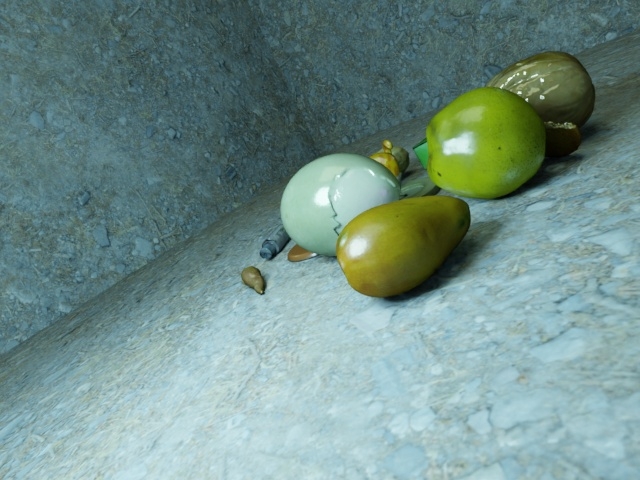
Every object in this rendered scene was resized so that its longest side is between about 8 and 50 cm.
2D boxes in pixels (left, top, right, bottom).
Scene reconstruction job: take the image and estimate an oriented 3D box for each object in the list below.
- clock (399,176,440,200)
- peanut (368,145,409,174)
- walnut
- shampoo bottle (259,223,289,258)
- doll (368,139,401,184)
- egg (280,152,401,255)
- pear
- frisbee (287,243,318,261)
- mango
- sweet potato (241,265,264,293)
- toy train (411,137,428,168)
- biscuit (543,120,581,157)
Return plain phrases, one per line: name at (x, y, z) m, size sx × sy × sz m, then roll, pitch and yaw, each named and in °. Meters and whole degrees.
clock at (0.283, -0.144, 1.525) m, size 0.235 × 0.029 × 0.235 m, roll -26°, pitch 16°, yaw 8°
peanut at (0.231, -0.276, 1.831) m, size 0.313 × 0.152 × 0.152 m, roll -30°, pitch 14°, yaw -28°
walnut at (0.619, -0.397, 1.358) m, size 0.313 × 0.277 × 0.252 m, roll -23°, pitch -17°, yaw 30°
shampoo bottle at (-0.165, 0.004, 1.699) m, size 0.072 × 0.072 × 0.214 m, roll -20°, pitch 16°, yaw 22°
doll at (0.169, -0.213, 1.661) m, size 0.269 × 0.162 × 0.167 m, roll -31°, pitch -24°, yaw -4°
egg at (0.060, -0.098, 1.251) m, size 0.336 × 0.278 × 0.278 m, roll -14°, pitch 19°, yaw 49°
pear at (0.413, -0.237, 1.160) m, size 0.294 × 0.294 × 0.294 m, roll -25°, pitch 15°, yaw 7°
frisbee at (0.000, 0.000, 1.529) m, size 0.251 × 0.021 × 0.251 m, roll -26°, pitch 14°, yaw 7°
mango at (0.171, -0.002, 0.953) m, size 0.317 × 0.173 × 0.211 m, roll -26°, pitch 13°, yaw -26°
sweet potato at (-0.206, 0.114, 1.402) m, size 0.068 × 0.068 × 0.226 m, roll -30°, pitch 16°, yaw -12°
toy train at (0.490, -0.383, 1.804) m, size 0.243 × 0.132 × 0.188 m, roll -37°, pitch 10°, yaw -35°
biscuit at (0.591, -0.265, 1.219) m, size 0.025 × 0.126 × 0.206 m, roll -56°, pitch 32°, yaw -10°
